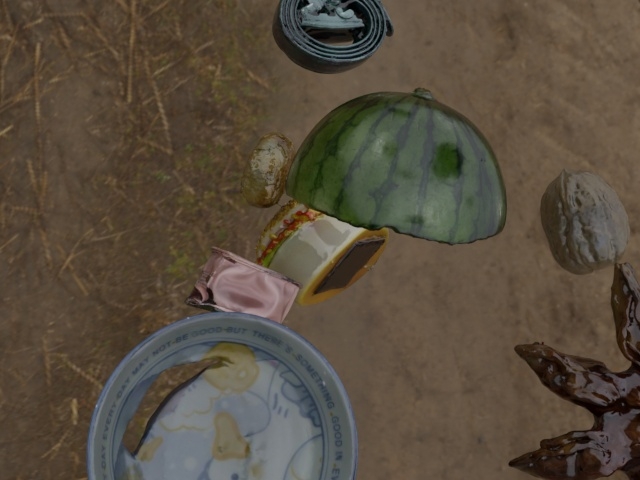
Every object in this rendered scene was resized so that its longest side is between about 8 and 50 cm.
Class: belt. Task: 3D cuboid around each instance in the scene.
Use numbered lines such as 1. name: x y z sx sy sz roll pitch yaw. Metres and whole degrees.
1. belt: 0.029 -0.469 1.866 0.268 0.116 0.206 9 80 -13

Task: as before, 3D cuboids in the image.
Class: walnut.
1. walnut: 0.553 -0.044 1.801 0.178 0.178 0.230 -20 91 -40

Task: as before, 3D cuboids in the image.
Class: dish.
1. dish: -0.110 0.219 0.903 0.274 0.134 0.273 5 76 -18

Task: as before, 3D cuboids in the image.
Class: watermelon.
1. watermelon: 0.123 -0.125 1.262 0.331 0.331 0.189 -15 116 -40

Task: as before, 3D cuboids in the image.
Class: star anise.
1. star anise: 0.280 0.147 0.651 0.288 0.288 0.088 66 25 1

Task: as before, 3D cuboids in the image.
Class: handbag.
1. handbag: -0.136 0.097 1.521 0.116 0.179 0.205 -67 154 -8

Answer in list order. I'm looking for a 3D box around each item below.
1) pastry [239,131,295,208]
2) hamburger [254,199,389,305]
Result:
1. pastry: -0.098 -0.132 1.626 0.081 0.153 0.153 19 53 16
2. hamburger: 0.000 0.000 1.771 0.294 0.276 0.179 -10 55 -53
